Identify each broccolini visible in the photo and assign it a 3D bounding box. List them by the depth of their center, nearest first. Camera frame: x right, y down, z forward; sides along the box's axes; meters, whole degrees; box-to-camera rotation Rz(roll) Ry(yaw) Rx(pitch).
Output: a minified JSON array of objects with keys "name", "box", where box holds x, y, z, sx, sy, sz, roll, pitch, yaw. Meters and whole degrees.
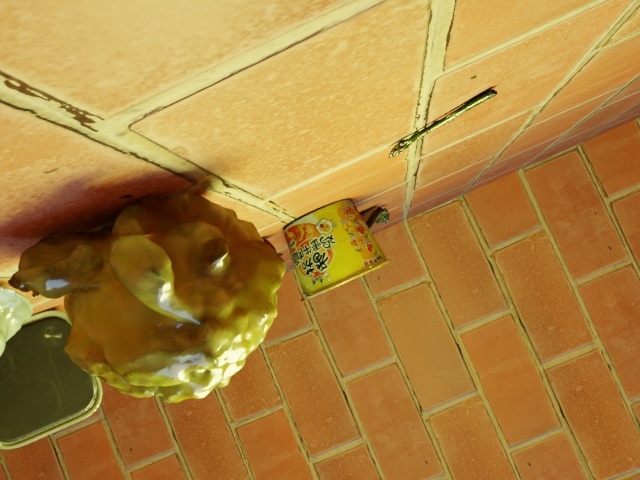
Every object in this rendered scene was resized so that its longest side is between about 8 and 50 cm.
[{"name":"broccolini","box":[0.146,-0.076,2.255,0.201,0.058,0.074,-8,172,40]}]

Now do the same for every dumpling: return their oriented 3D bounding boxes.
[{"name":"dumpling","box":[-0.524,0.137,0.945,0.219,0.108,0.152,-22,176,-40]}]

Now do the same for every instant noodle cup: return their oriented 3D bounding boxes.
[{"name":"instant noodle cup","box":[0.034,0.019,1.720,0.264,0.200,0.264,-23,176,-2]}]

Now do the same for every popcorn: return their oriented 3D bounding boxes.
[{"name":"popcorn","box":[-0.208,0.078,0.876,0.274,0.279,0.335,-3,-158,39]}]

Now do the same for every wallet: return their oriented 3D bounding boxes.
[{"name":"wallet","box":[0.062,0.022,2.129,0.274,0.068,0.335,-19,-154,53]}]

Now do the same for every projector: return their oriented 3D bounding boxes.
[{"name":"projector","box":[-0.645,0.314,1.454,0.248,0.248,0.249,-21,174,-25]}]

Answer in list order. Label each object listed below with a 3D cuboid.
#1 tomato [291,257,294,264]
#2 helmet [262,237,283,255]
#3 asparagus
[{"name":"tomato","box":[-0.003,-0.002,1.961,0.228,0.101,0.228,-29,-179,1]},{"name":"helmet","box":[-0.160,0.025,1.719,0.111,0.057,0.089,-15,170,-16]},{"name":"asparagus","box":[0.212,-0.208,1.161,0.233,0.022,0.023,-29,-143,35]}]
